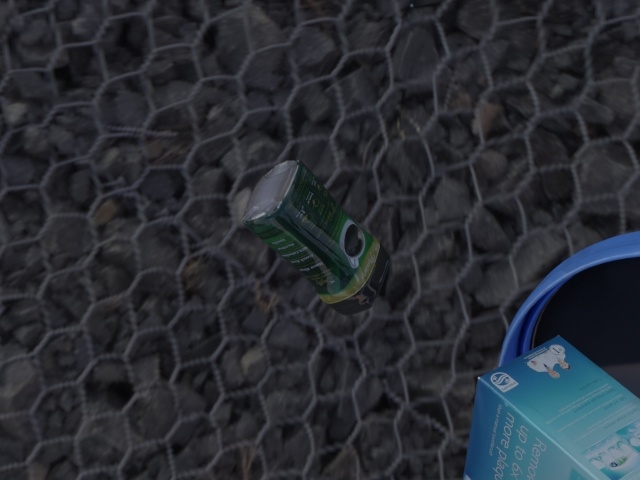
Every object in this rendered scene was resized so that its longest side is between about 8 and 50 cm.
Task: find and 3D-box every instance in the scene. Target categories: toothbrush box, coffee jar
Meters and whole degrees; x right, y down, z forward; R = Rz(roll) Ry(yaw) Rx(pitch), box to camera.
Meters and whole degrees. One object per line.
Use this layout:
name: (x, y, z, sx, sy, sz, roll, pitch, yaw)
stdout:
toothbrush box: (0.292, 0.277, 1.440, 0.126, 0.295, 0.216, -24, 137, -30)
coffee jar: (0.000, 0.000, 1.599, 0.079, 0.096, 0.184, -21, 124, 40)

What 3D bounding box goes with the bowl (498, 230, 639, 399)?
bowl: (0.399, 0.159, 1.582, 0.391, 0.077, 0.391, 8, 123, 12)
